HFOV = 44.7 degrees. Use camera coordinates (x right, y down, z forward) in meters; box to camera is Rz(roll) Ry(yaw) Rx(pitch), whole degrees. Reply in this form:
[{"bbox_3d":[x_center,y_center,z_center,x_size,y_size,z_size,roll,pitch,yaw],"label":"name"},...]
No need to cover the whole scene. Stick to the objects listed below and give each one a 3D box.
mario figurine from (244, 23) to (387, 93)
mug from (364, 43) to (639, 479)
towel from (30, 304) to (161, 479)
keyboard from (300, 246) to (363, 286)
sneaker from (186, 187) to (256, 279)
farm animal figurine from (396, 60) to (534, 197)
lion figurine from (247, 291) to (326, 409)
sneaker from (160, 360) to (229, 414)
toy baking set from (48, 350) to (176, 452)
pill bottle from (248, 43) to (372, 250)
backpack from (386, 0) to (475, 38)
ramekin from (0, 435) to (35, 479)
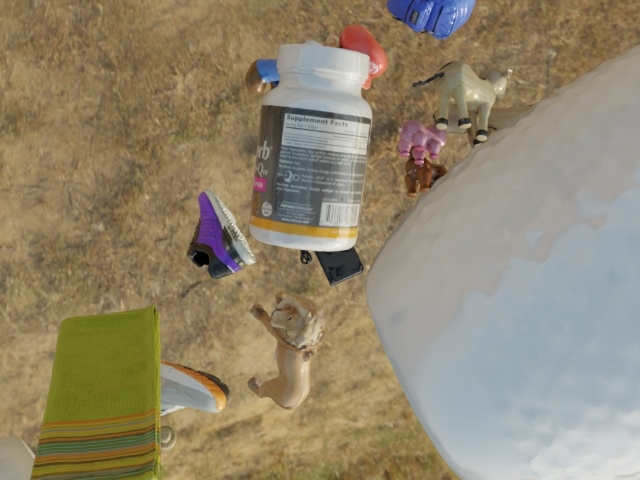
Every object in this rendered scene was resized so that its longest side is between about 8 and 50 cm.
[{"bbox_3d":[-0.006,-0.330,1.605,0.198,0.320,0.170,-33,110,-47],"label":"mario figurine"},{"bbox_3d":[0.215,0.013,0.588,0.328,0.374,0.276,-28,100,10],"label":"mug"},{"bbox_3d":[-0.196,0.137,0.701,0.102,0.237,0.021,-4,122,-9],"label":"towel"},{"bbox_3d":[0.000,0.000,1.502,0.108,0.180,0.023,-23,172,-20],"label":"keyboard"},{"bbox_3d":[-0.281,-0.013,1.962,0.146,0.293,0.102,-35,136,1],"label":"sneaker"},{"bbox_3d":[0.279,-0.195,1.336,0.327,0.172,0.330,6,160,-6],"label":"farm animal figurine"},{"bbox_3d":[-0.071,0.279,1.856,0.142,0.240,0.392,-20,125,-27],"label":"lion figurine"},{"bbox_3d":[-0.260,0.251,1.241,0.099,0.262,0.121,30,73,-55],"label":"sneaker"},{"bbox_3d":[-0.267,0.216,1.032,0.030,0.197,0.256,-50,172,-21],"label":"toy baking set"},{"bbox_3d":[-0.011,-0.132,1.121,0.162,0.162,0.278,4,97,-22],"label":"pill bottle"},{"bbox_3d":[0.171,-0.369,1.207,0.101,0.120,0.098,-46,168,-23],"label":"backpack"},{"bbox_3d":[-0.281,0.310,0.744,0.127,0.273,0.273,-37,131,-24],"label":"ramekin"}]
